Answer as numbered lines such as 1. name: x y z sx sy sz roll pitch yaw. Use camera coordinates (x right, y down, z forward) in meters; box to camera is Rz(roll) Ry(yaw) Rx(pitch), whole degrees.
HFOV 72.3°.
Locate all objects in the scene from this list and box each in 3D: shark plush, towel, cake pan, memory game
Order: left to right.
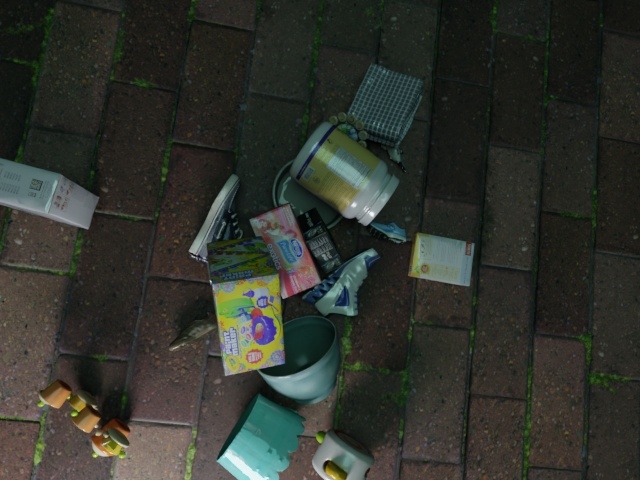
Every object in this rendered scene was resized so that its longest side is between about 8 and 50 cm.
1. cake pan: -0.037 -0.172 1.661 0.292 0.054 0.294 1 83 -7
2. memory game: 0.091 -0.392 1.661 0.186 0.186 0.012 44 37 -1
3. towel: 0.244 -0.518 1.667 0.234 0.121 0.284 21 81 18
4. shark plush: 0.308 -0.351 1.731 0.067 0.073 0.161 -25 80 -41

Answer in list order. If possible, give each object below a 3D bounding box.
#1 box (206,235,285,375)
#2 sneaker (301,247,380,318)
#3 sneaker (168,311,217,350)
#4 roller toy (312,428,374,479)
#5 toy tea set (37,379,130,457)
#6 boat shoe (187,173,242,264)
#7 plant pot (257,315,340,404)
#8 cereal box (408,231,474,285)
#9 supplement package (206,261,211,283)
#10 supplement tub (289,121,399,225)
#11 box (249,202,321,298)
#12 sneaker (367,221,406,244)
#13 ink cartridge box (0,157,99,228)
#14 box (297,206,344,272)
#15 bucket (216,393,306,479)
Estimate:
1. box: -0.223 0.178 1.284 0.176 0.279 0.290 -8 114 -14
2. sneaker: 0.105 0.178 1.614 0.315 0.127 0.182 -38 93 -3
3. sneaker: -0.453 0.322 1.551 0.188 0.066 0.071 -26 71 -15
4. roller toy: 0.076 0.756 1.494 0.191 0.209 0.146 34 81 -23
5. toy tea set: -0.760 0.588 1.401 0.336 0.200 0.124 42 72 -1
6. boat shoe: -0.332 -0.058 1.584 0.158 0.127 0.341 27 88 -10
7. plant pot: -0.054 0.427 1.495 0.292 0.293 0.197 -26 113 -10
8. cereal box: 0.470 0.074 1.703 0.239 0.047 0.173 11 82 -7
9. supplement package: -0.262 0.157 1.505 0.194 0.149 0.203 -20 116 -10
10. supplement tub: 0.084 -0.228 1.535 0.331 0.241 0.241 35 80 -3
11. box: -0.119 0.031 1.548 0.153 0.142 0.300 -21 97 0
12. sneaker: 0.256 -0.041 1.692 0.161 0.063 0.073 20 63 -9
13. ink cartridge box: -0.919 -0.152 1.409 0.271 0.309 0.130 15 81 -6
14. box: 0.000 0.000 1.551 0.077 0.180 0.148 -27 43 5
15. bucket: -0.197 0.658 1.438 0.183 0.281 0.281 35 80 -1
